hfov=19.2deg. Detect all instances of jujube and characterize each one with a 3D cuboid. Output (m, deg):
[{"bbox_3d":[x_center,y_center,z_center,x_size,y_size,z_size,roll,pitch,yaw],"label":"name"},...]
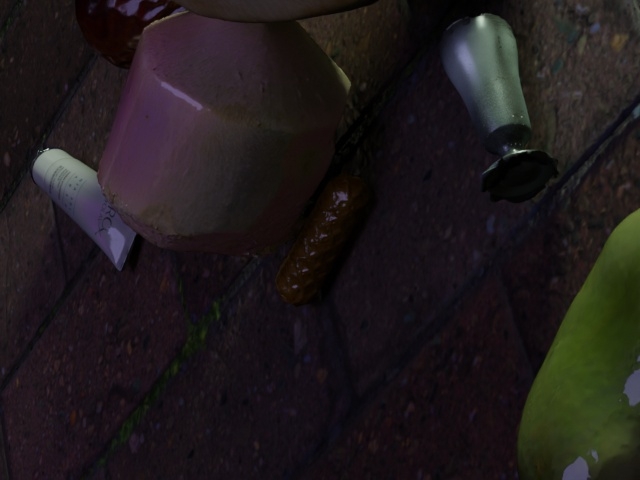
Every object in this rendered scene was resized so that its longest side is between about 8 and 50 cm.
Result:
[{"bbox_3d":[-0.162,-0.279,2.100,0.236,0.168,0.168,-19,65,37],"label":"jujube"}]

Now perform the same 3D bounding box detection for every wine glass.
[{"bbox_3d":[0.149,-0.113,1.616,0.072,0.072,0.155,-48,45,42],"label":"wine glass"}]

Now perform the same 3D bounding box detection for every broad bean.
[{"bbox_3d":[0.238,0.095,1.397,0.263,0.121,0.189,-63,27,1],"label":"broad bean"}]

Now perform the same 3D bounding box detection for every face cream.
[{"bbox_3d":[-0.283,-0.048,2.335,0.243,0.058,0.092,34,107,50],"label":"face cream"}]

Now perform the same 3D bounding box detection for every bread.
[{"bbox_3d":[0.000,0.000,1.858,0.157,0.044,0.052,-61,30,29],"label":"bread"}]

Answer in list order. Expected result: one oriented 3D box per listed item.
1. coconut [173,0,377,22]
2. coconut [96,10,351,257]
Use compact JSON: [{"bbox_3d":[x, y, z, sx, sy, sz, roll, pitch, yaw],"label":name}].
[{"bbox_3d":[-0.027,-0.373,1.690,0.415,0.415,0.345,-19,35,56],"label":"coconut"},{"bbox_3d":[-0.087,-0.119,1.862,0.245,0.233,0.233,-64,35,28],"label":"coconut"}]
